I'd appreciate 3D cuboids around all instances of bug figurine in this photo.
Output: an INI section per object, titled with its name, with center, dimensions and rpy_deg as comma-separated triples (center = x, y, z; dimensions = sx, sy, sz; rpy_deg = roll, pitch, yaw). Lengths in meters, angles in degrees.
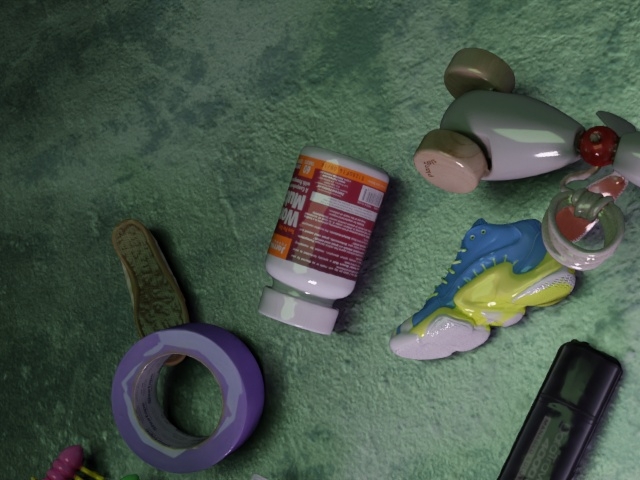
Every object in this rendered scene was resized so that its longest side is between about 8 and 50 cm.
[bug figurine]
center = -0.347, 0.391, 1.574
dimensions = 0.279, 0.072, 0.216
rpy_deg = 18, 67, 37

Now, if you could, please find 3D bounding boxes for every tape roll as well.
[tape roll]
center = -0.174, 0.206, 1.530
dimensions = 0.189, 0.080, 0.189
rpy_deg = 0, 92, 15

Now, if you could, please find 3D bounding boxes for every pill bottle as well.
[pill bottle]
center = 0.000, 0.000, 1.476
dimensions = 0.121, 0.121, 0.221
rpy_deg = 18, 90, 29

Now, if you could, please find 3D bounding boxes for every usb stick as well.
[usb stick]
center = 0.255, 0.245, 1.317
dimensions = 0.077, 0.045, 0.278
rpy_deg = 25, 82, 20

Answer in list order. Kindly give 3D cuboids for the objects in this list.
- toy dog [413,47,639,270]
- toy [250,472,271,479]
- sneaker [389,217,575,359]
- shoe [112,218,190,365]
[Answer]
[toy dog]
center = 0.266, -0.089, 1.339
dimensions = 0.220, 0.161, 0.333
rpy_deg = -45, 59, -9
[toy]
center = -0.050, 0.427, 1.470
dimensions = 0.137, 0.056, 0.237
rpy_deg = 19, 96, 25
[sneaker]
center = 0.184, 0.052, 1.400
dimensions = 0.240, 0.091, 0.126
rpy_deg = -24, 59, 15
[shoe]
center = -0.231, 0.073, 1.630
dimensions = 0.076, 0.058, 0.219
rpy_deg = -21, 75, 3
